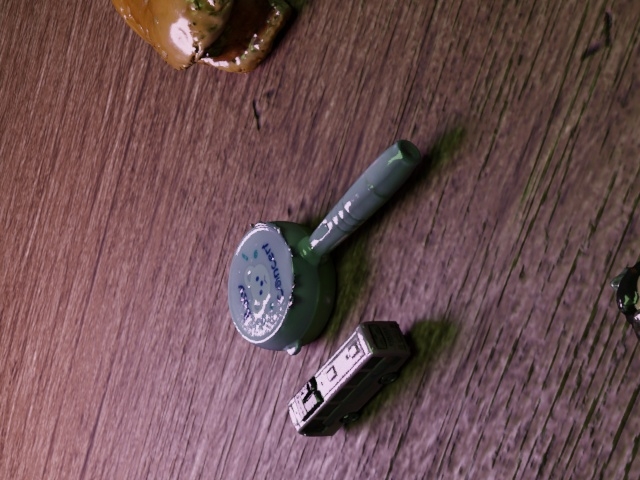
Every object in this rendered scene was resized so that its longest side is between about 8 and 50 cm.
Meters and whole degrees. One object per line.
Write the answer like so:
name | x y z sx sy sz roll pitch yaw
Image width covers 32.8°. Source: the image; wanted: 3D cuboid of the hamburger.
hamburger | -0.146 -0.249 1.100 0.262 0.124 0.131 51 125 45

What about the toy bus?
toy bus | 0.021 0.115 0.884 0.131 0.052 0.037 -51 50 37

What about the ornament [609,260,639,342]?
ornament | 0.222 0.043 0.568 0.153 0.166 0.196 -70 24 17

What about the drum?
drum | 0.003 0.020 0.924 0.253 0.049 0.130 -29 63 49
